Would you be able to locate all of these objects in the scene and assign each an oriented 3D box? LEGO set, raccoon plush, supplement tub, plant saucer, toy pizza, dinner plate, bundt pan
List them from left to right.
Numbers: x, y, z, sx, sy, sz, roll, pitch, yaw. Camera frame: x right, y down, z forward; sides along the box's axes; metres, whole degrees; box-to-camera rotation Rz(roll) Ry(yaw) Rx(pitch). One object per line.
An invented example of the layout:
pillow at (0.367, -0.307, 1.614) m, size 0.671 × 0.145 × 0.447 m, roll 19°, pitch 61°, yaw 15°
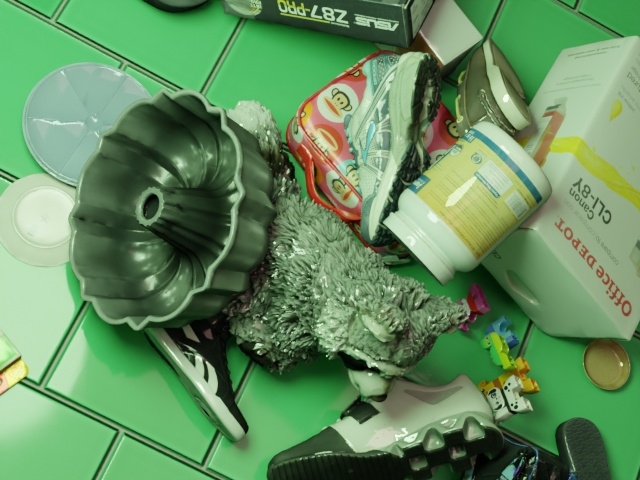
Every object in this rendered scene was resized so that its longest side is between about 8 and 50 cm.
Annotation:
dinner plate at (-0.392, -0.032, 1.574) m, size 0.141 × 0.017 × 0.141 m, roll 4°, pitch 73°, yaw -14°
toy pizza at (-0.336, -0.167, 1.624) m, size 0.201 × 0.032 × 0.201 m, roll 5°, pitch 71°, yaw -15°
bundt pan at (-0.189, -0.034, 1.496) m, size 0.124 × 0.331 × 0.330 m, roll 18°, pitch 64°, yaw -50°
raccoon plush at (0.000, 0.000, 1.478) m, size 0.216 × 0.299 × 0.446 m, roll -26°, pitch 95°, yaw -39°
supplement tub at (0.198, -0.049, 1.505) m, size 0.200 × 0.144 × 0.144 m, roll -43°, pitch 88°, yaw 0°
LEGO set at (0.254, 0.190, 1.654) m, size 0.087 × 0.093 × 0.227 m, roll 30°, pitch 31°, yaw -42°
plant saucer at (0.450, 0.196, 1.748) m, size 0.083 × 0.015 × 0.083 m, roll 5°, pitch 73°, yaw -15°

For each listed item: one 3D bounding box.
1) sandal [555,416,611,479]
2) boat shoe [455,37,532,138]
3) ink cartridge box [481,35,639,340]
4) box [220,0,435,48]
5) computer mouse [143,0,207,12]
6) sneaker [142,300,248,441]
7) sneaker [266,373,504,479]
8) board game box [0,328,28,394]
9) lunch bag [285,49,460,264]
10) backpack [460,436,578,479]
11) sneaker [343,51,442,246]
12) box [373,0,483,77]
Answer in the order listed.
sandal at (0.400, 0.396, 1.658) m, size 0.097 × 0.054 × 0.254 m, roll 12°, pitch 61°, yaw -20°
boat shoe at (0.258, -0.226, 1.709) m, size 0.097 × 0.324 × 0.116 m, roll -34°, pitch 107°, yaw 18°
ink cartridge box at (0.422, -0.075, 1.697) m, size 0.279 × 0.160 × 0.384 m, roll 45°, pitch 65°, yaw -28°
box at (0.062, -0.485, 1.708) m, size 0.318 × 0.097 × 0.395 m, roll 15°, pitch 59°, yaw 19°
computer mouse at (-0.268, -0.444, 1.716) m, size 0.272 × 0.072 × 0.188 m, roll 42°, pitch 68°, yaw 13°
sneaker at (-0.141, 0.165, 1.550) m, size 0.121 × 0.079 × 0.217 m, roll -36°, pitch 84°, yaw -21°
sneaker at (0.081, 0.275, 1.570) m, size 0.331 × 0.122 × 0.146 m, roll -13°, pitch 42°, yaw -2°
board game box at (-0.519, 0.113, 1.483) m, size 0.124 × 0.039 × 0.259 m, roll -39°, pitch 90°, yaw -22°
lunch bag at (0.093, -0.119, 1.686) m, size 0.258 × 0.120 × 0.293 m, roll -37°, pitch 86°, yaw -22°
backpack at (0.264, 0.374, 1.567) m, size 0.117 × 0.158 × 0.173 m, roll 27°, pitch 80°, yaw -26°
sneaker at (0.092, -0.132, 1.592) m, size 0.110 × 0.122 × 0.283 m, roll 11°, pitch 91°, yaw -56°
box at (0.154, -0.340, 1.768) m, size 0.091 × 0.130 × 0.170 m, roll -36°, pitch 85°, yaw -23°
